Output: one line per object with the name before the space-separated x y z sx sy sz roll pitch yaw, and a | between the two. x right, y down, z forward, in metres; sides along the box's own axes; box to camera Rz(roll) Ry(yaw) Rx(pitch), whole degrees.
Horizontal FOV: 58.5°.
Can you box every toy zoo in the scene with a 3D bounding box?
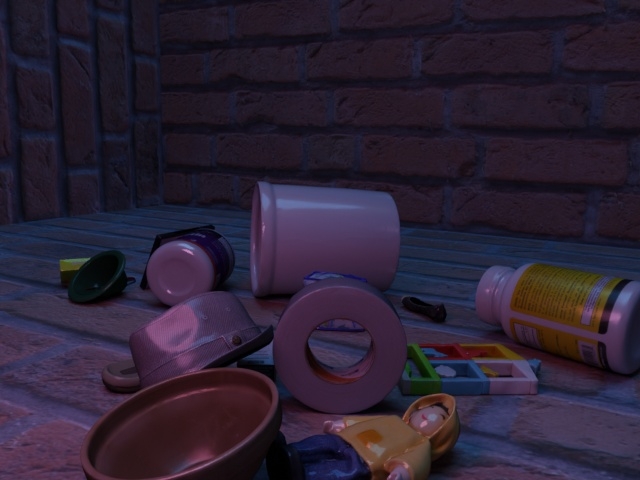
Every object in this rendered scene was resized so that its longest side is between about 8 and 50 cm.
toy zoo | 0.286 0.247 1.116 0.294 0.030 0.192 1 10 -4

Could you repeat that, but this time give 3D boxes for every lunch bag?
lunch bag | 0.039 0.146 1.374 0.151 0.128 0.096 4 11 21

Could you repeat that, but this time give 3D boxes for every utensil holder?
utensil holder | 0.000 0.000 1.664 0.386 0.327 0.327 1 10 -13

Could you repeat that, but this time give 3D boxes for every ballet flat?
ballet flat | 0.273 0.168 1.503 0.058 0.049 0.173 -3 11 -28

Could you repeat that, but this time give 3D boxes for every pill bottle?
pill bottle | 0.517 0.151 1.236 0.188 0.187 0.334 -8 14 -41
pill bottle | -0.351 0.067 1.625 0.182 0.181 0.323 2 10 6

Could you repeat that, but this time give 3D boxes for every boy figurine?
boy figurine | 0.077 0.276 0.760 0.285 0.092 0.177 -6 9 -22

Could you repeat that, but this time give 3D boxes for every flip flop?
flip flop | -0.283 0.212 1.097 0.277 0.080 0.112 -9 14 -44

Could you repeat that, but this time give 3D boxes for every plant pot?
plant pot | -0.155 0.259 0.699 0.238 0.109 0.237 -11 15 3

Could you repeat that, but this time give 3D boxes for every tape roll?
tape roll | 0.032 0.174 0.957 0.219 0.219 0.072 2 10 2

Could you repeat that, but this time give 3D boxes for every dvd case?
dvd case | -0.435 0.047 1.760 0.022 0.180 0.253 32 22 20

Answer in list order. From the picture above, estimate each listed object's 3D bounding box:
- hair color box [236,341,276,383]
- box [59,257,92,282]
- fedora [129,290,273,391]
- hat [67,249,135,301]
hair color box | -0.120 0.232 1.109 0.072 0.043 0.141 0 9 -1
box | -0.693 0.088 1.736 0.178 0.042 0.109 -4 -22 -24
fedora | -0.213 0.168 0.941 0.276 0.124 0.244 -22 -10 -38
hat | -0.580 0.143 1.629 0.173 0.183 0.208 5 50 30
